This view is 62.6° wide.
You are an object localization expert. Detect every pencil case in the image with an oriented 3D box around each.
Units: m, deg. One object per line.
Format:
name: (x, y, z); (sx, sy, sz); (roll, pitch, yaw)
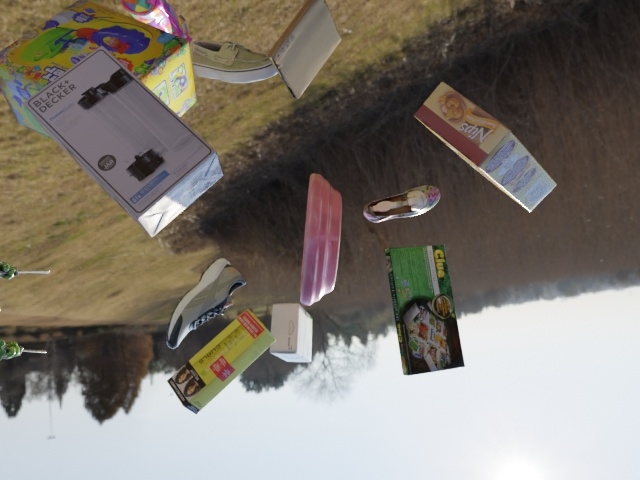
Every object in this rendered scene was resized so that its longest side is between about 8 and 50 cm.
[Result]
pencil case: (-0.406, -0.562, 1.320); (0.105, 0.104, 0.236); (-9, 179, 6)

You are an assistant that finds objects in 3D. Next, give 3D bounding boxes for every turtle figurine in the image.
turtle figurine: (-0.685, 0.155, 1.141); (0.275, 0.197, 0.266); (29, 173, -31)

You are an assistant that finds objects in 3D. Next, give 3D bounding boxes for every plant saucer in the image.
plant saucer: (0.000, 0.000, 1.325); (0.084, 0.331, 0.332); (5, 172, -2)

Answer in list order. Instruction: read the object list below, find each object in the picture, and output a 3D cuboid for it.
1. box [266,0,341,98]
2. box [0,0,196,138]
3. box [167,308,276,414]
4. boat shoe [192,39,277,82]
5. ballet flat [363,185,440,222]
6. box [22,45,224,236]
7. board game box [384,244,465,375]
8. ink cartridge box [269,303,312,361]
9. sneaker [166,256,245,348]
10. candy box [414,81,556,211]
box: (-0.034, -0.468, 1.275); (0.021, 0.201, 0.164); (30, 171, 28)
box: (-0.479, -0.345, 1.156); (0.290, 0.279, 0.177); (24, 146, 11)
box: (-0.214, 0.261, 1.148); (0.232, 0.087, 0.058); (-41, 141, -12)
boat shoe: (-0.247, -0.497, 1.449); (0.303, 0.094, 0.109); (14, -138, 30)
ballet flat: (0.226, -0.101, 1.472); (0.222, 0.076, 0.079); (-14, 175, 13)
box: (-0.324, -0.167, 0.876); (0.169, 0.290, 0.087); (-43, 167, -14)
board game box: (0.216, 0.140, 1.093); (0.136, 0.259, 0.030); (-3, 169, -18)
ink cartridge box: (-0.087, 0.290, 1.637); (0.087, 0.152, 0.208); (-2, 159, 10)
sneaker: (-0.297, 0.167, 1.359); (0.108, 0.271, 0.100); (34, 153, 5)
candy box: (0.341, -0.179, 1.062); (0.087, 0.183, 0.317); (-51, 144, 15)
